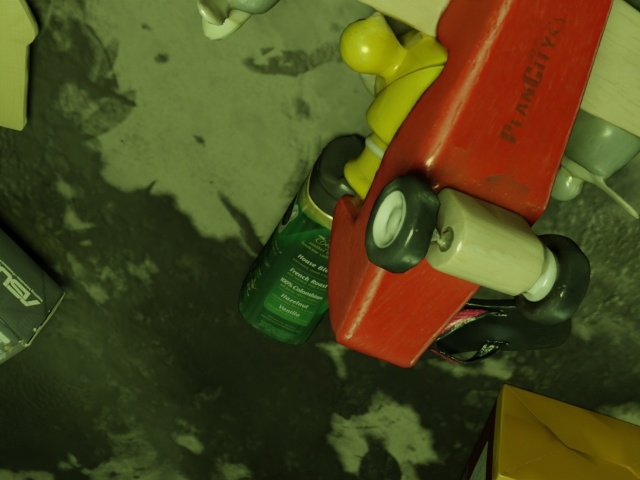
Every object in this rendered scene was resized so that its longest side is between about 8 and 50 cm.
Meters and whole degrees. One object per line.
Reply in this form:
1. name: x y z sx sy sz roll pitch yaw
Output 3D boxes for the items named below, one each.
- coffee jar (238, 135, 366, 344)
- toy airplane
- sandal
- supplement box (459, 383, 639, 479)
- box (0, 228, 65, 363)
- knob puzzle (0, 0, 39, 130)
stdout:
1. coffee jar: 0.000 0.000 0.951 0.079 0.096 0.184 27 125 -9
2. toy airplane: 0.111 -0.153 0.757 0.384 0.272 0.386 -28 109 -16
3. sandal: 0.141 0.086 1.007 0.179 0.040 0.067 -5 121 16
4. supplement box: 0.234 0.277 1.056 0.191 0.129 0.194 18 124 1
5. box: -0.491 0.001 1.053 0.318 0.097 0.395 -30 111 32
6. knob puzzle: -0.332 -0.204 0.934 0.213 0.030 0.213 6 124 10
